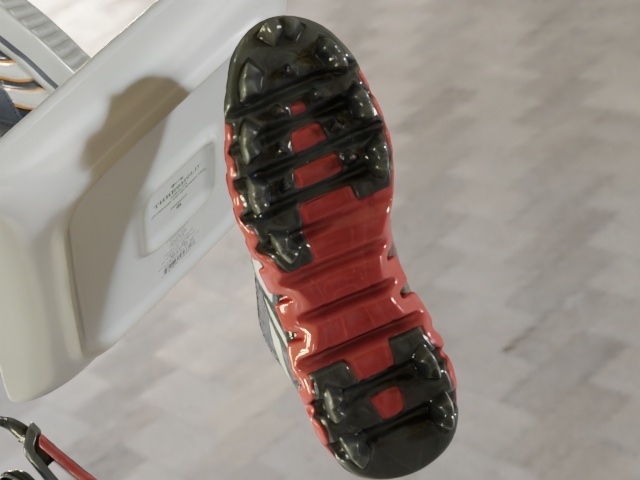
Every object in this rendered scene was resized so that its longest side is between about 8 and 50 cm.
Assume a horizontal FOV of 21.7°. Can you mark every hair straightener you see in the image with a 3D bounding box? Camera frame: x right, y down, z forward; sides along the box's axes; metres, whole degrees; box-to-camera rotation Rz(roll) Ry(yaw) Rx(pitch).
[{"bbox_3d":[-0.235,0.239,1.493,0.230,0.047,0.089,39,72,15],"label":"hair straightener"}]

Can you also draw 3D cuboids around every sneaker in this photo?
[{"bbox_3d":[0.000,0.000,0.981,0.098,0.276,0.135,-20,15,-10],"label":"sneaker"},{"bbox_3d":[-0.282,-0.146,1.369,0.127,0.321,0.126,-43,43,7],"label":"sneaker"}]

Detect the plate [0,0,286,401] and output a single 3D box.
[{"bbox_3d":[-0.104,-0.039,1.063,0.045,0.278,0.277,35,63,16],"label":"plate"}]
